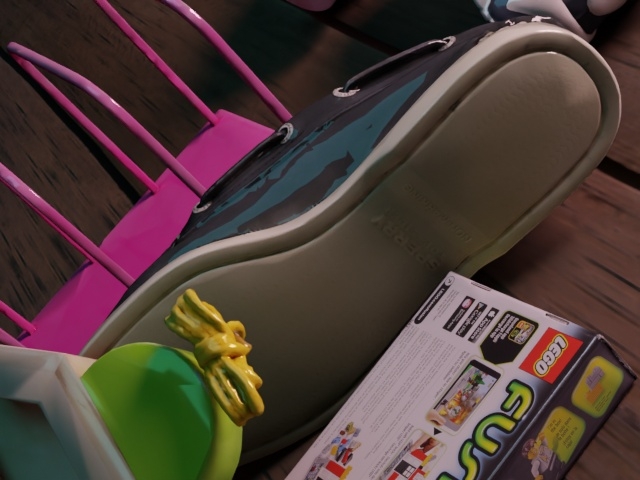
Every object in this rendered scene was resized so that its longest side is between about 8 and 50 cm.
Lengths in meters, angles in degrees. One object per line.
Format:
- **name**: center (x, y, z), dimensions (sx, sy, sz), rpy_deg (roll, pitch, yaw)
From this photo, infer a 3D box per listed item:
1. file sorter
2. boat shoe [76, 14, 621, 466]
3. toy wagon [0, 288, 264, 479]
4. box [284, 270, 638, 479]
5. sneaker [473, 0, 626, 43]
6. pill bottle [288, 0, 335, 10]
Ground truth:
- **file sorter**: center (-0.161, -0.006, 0.818), dimensions (0.290, 0.182, 0.202), rpy_deg (-50, 33, -8)
- **boat shoe**: center (-0.002, -0.003, 0.694), dimensions (0.340, 0.127, 0.113), rpy_deg (-43, 24, 12)
- **toy wagon**: center (-0.150, 0.158, 0.612), dimensions (0.344, 0.068, 0.267), rpy_deg (-40, 65, 12)
- **box**: center (0.038, 0.116, 0.592), dimensions (0.207, 0.036, 0.114), rpy_deg (-50, 32, -9)
- **sneaker**: center (0.150, -0.214, 0.792), dimensions (0.153, 0.094, 0.235), rpy_deg (-32, 34, 16)
- **pill bottle**: center (0.026, -0.266, 0.980), dimensions (0.103, 0.103, 0.184), rpy_deg (9, 59, 52)
